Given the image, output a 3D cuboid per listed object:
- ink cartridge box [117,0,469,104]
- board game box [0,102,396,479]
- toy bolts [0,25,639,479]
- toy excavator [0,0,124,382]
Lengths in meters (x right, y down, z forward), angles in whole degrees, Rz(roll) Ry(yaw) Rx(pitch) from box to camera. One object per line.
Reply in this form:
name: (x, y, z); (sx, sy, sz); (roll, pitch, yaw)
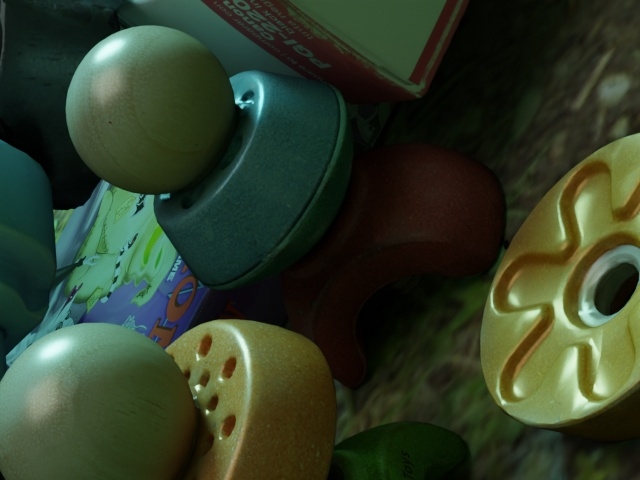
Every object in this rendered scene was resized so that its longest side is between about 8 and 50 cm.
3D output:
ink cartridge box: (-0.015, -0.141, 0.679); (0.218, 0.092, 0.159); (1, 63, 62)
board game box: (-0.055, -0.026, 0.778); (0.208, 0.056, 0.347); (14, 75, 58)
toy bolts: (0.000, 0.000, 0.526); (0.218, 0.158, 0.228); (-48, 28, 21)
toy excavator: (-0.250, 0.135, 0.668); (0.433, 0.222, 0.445); (-38, 51, 52)
